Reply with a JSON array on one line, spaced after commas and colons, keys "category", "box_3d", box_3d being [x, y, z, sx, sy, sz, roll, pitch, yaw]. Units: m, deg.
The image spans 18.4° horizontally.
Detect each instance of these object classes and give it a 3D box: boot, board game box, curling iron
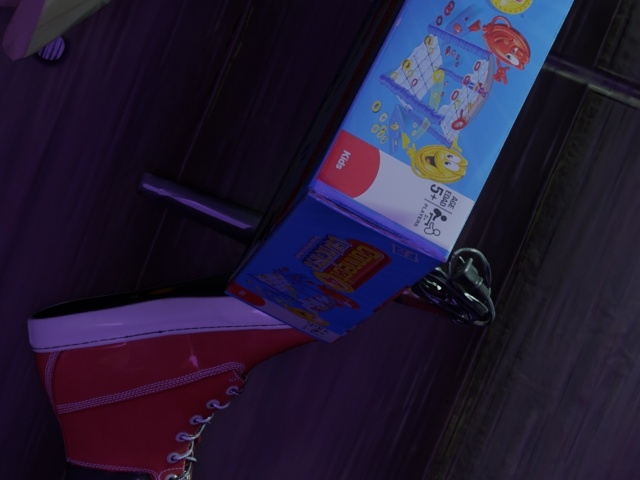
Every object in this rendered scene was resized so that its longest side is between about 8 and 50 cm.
[{"category": "boot", "box_3d": [-0.076, 0.117, 1.409, 0.244, 0.088, 0.176, -10, 99, 14]}, {"category": "board game box", "box_3d": [0.066, -0.107, 1.229, 0.086, 0.302, 0.308, 28, 75, -5]}, {"category": "curling iron", "box_3d": [0.000, 0.000, 1.418, 0.274, 0.035, 0.068, 19, 134, 1]}]

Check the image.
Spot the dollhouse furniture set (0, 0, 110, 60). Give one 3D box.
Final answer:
[{"category": "dollhouse furniture set", "box_3d": [-0.201, -0.398, 1.244, 0.362, 0.256, 0.394, 37, 132, 7]}]
